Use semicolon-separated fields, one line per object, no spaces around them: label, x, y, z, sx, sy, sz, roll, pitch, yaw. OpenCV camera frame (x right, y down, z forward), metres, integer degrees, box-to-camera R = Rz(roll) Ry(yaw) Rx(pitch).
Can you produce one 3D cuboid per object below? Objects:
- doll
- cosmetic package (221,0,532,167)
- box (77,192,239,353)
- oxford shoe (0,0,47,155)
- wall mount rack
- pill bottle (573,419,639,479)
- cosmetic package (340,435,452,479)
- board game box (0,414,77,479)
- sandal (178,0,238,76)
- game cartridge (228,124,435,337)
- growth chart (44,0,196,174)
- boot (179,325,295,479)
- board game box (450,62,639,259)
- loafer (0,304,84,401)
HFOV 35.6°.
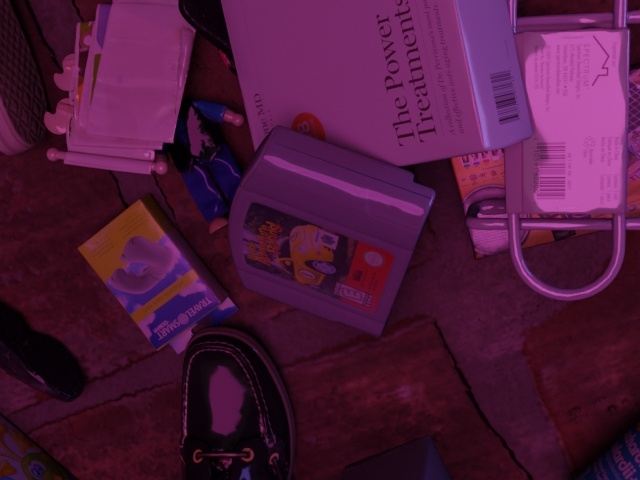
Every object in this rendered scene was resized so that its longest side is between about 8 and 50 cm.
doll;-0.138;-0.109;1.151;0.129;0.046;0.189;-29;91;25
cosmetic package;0.029;-0.255;0.980;0.284;0.097;0.377;-7;98;44
box;-0.195;0.047;1.204;0.109;0.042;0.178;-36;95;17
oxford shoe;-0.434;-0.301;1.099;0.130;0.169;0.450;-10;107;14
wall mount rack;0.294;-0.123;0.989;0.304;0.130;0.350;0;104;14
pill bottle;0.401;0.254;1.095;0.146;0.146;0.264;41;107;-2
cosmetic package;0.083;0.328;1.125;0.127;0.238;0.107;-24;101;12
board game box;-0.437;0.326;1.266;0.275;0.142;0.144;41;107;-2
sandal;-0.086;-0.215;1.108;0.179;0.040;0.067;42;66;-18
game cartridge;0.000;0.000;1.056;0.196;0.060;0.294;23;151;7
growth chart;-0.218;-0.188;1.125;0.171;0.021;0.237;16;92;14
boot;-0.119;0.314;1.130;0.138;0.284;0.378;1;105;10
board game box;0.268;-0.087;1.085;0.243;0.042;0.165;-13;101;13
loafer;-0.373;0.149;1.260;0.170;0.062;0.061;40;129;2
